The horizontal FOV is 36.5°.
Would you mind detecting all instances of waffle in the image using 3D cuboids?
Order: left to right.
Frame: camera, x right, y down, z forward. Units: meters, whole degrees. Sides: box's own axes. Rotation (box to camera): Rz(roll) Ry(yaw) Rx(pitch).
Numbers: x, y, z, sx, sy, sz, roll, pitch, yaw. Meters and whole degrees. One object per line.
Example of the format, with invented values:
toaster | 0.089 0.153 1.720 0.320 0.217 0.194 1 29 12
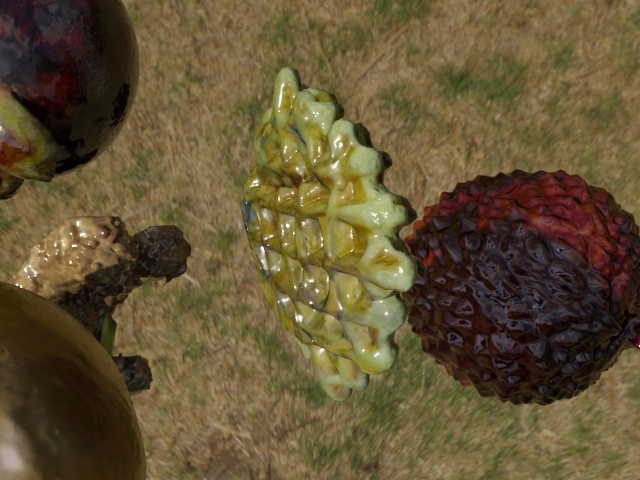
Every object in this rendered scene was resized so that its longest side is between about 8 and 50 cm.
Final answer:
waffle | -0.002 0.000 0.711 0.054 0.204 0.223 -12 59 -29

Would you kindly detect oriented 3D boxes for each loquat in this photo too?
loquat | -0.300 0.159 0.680 0.328 0.359 0.328 -17 34 12

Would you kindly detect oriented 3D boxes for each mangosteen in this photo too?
mangosteen | -0.279 -0.141 0.843 0.228 0.228 0.265 15 54 4

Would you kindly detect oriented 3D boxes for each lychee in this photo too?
lychee | 0.375 0.085 1.665 0.500 0.424 0.425 20 72 21

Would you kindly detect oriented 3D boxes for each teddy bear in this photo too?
teddy bear | -0.257 0.130 1.008 0.296 0.246 0.222 -32 73 19
